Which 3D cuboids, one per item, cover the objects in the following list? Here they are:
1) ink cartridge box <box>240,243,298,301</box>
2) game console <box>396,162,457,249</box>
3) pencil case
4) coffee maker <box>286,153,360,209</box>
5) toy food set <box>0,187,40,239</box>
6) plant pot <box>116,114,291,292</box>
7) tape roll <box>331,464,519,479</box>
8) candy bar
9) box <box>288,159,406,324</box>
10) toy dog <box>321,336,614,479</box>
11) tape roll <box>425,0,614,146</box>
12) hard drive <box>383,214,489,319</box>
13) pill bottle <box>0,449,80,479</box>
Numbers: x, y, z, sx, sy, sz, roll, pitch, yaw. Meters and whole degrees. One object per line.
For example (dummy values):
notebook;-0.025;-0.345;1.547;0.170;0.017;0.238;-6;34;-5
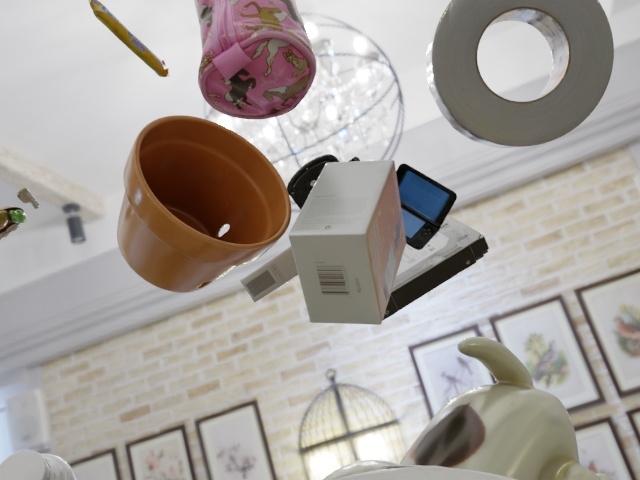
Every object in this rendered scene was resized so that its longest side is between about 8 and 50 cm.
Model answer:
ink cartridge box;0.000;0.000;1.566;0.296;0.066;0.261;-34;2;36
game console;0.160;-0.061;1.284;0.107;0.122;0.071;-43;-23;-36
pencil case;-0.114;-0.350;0.998;0.167;0.386;0.160;-1;-31;-26
coffee maker;0.024;-0.055;1.204;0.120;0.171;0.178;-13;4;6
toy food set;-0.648;-0.023;1.446;0.192;0.038;0.132;-35;-8;-12
plant pot;-0.226;-0.044;1.260;0.291;0.291;0.203;2;-38;-42
tape roll;0.091;0.304;0.524;0.392;0.072;0.392;-2;16;0
candy bar;-0.258;-0.273;0.970;0.018;0.040;0.161;-37;-37;9
box;0.039;-0.002;0.871;0.091;0.170;0.130;0;-55;19
toy dog;0.164;0.342;0.877;0.408;0.395;0.285;-9;9;-37
tape roll;0.245;-0.226;0.903;0.219;0.219;0.072;-19;5;4
hard drive;0.222;0.057;1.812;0.339;0.064;0.237;-30;26;-8
pill bottle;-0.510;0.495;1.343;0.146;0.146;0.264;-15;-45;-7
